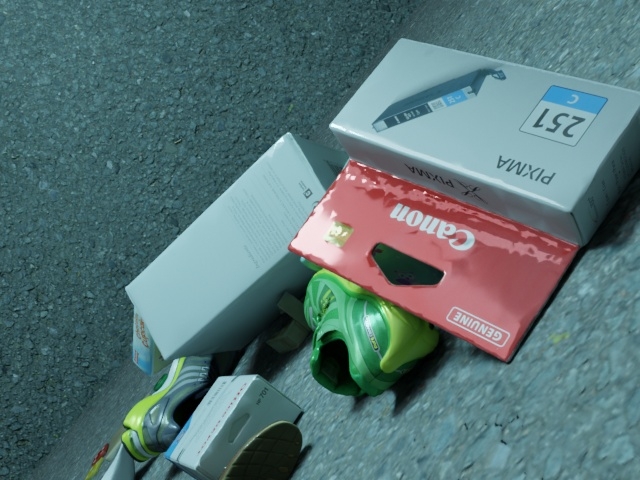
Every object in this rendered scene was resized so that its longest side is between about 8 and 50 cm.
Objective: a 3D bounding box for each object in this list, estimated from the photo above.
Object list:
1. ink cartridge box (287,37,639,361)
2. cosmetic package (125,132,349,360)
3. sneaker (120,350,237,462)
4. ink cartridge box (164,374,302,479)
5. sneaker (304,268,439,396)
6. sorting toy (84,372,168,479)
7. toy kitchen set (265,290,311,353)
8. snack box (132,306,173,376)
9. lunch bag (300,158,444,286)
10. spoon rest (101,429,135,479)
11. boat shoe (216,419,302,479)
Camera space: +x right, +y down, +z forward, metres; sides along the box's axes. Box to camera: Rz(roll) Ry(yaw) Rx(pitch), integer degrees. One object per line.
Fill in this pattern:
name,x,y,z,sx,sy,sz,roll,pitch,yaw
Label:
ink cartridge box,0.124,-0.060,0.771,0.296,0.066,0.261,26,73,41
cosmetic package,-0.097,0.022,1.269,0.385,0.156,0.217,-39,-19,20
sneaker,-0.213,0.267,1.384,0.121,0.111,0.300,-11,28,32
ink cartridge box,-0.121,0.257,1.057,0.139,0.082,0.191,-55,13,-21
sneaker,0.025,0.106,0.908,0.123,0.109,0.295,-48,11,-10
sorting toy,-0.409,0.422,1.732,0.274,0.046,0.132,-50,11,0
toy kitchen set,-0.053,0.123,1.259,0.083,0.068,0.075,-56,13,-29
snack box,-0.224,0.113,1.553,0.322,0.060,0.187,-35,-28,-38
lunch bag,0.118,-0.067,0.993,0.262,0.160,0.223,-62,14,-24
spoon rest,-0.362,0.410,1.494,0.276,0.084,0.137,-49,11,0
boat shoe,-0.089,0.278,0.912,0.178,0.064,0.060,-53,13,-4
